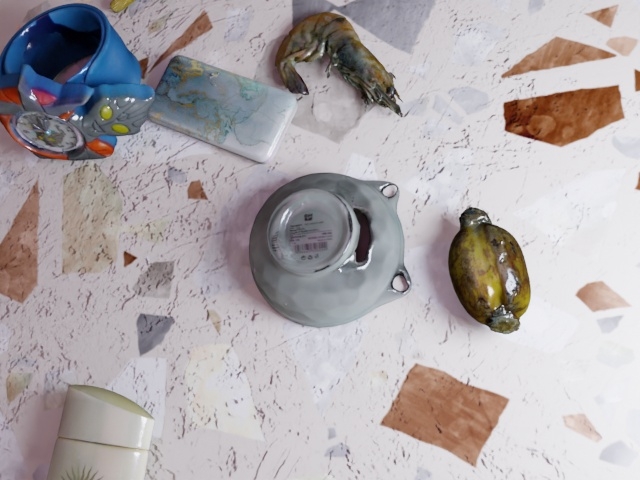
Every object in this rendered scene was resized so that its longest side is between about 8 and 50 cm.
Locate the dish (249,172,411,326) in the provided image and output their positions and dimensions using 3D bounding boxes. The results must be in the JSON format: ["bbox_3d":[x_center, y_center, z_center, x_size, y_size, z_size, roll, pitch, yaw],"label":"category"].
[{"bbox_3d":[0.000,0.000,1.295,0.302,0.120,0.303,-4,73,14],"label":"dish"}]

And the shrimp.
[{"bbox_3d":[0.027,-0.298,1.414,0.169,0.058,0.296,-37,63,4],"label":"shrimp"}]

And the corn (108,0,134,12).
[{"bbox_3d":[-0.399,-0.494,1.598,0.083,0.027,0.028,-35,36,0],"label":"corn"}]

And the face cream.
[{"bbox_3d":[-0.375,0.420,1.283,0.173,0.081,0.349,5,75,16],"label":"face cream"}]

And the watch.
[{"bbox_3d":[-0.446,-0.314,1.463,0.305,0.241,0.275,-7,58,12],"label":"watch"}]

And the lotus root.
[{"bbox_3d":[0.262,0.045,1.219,0.120,0.120,0.210,-15,70,10],"label":"lotus root"}]

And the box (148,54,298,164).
[{"bbox_3d":[-0.188,-0.248,1.461,0.285,0.044,0.142,22,84,20],"label":"box"}]
